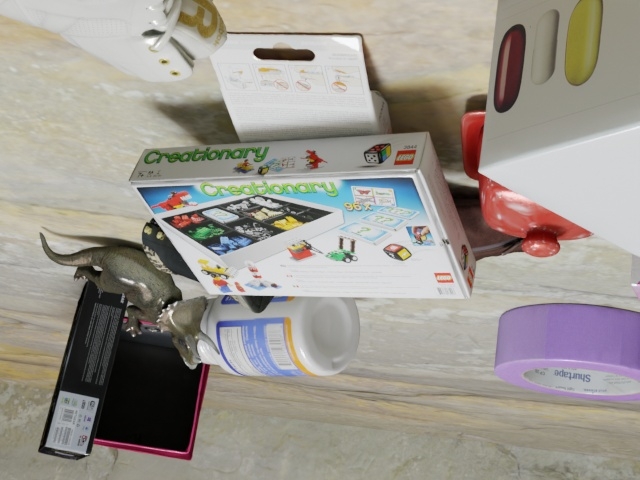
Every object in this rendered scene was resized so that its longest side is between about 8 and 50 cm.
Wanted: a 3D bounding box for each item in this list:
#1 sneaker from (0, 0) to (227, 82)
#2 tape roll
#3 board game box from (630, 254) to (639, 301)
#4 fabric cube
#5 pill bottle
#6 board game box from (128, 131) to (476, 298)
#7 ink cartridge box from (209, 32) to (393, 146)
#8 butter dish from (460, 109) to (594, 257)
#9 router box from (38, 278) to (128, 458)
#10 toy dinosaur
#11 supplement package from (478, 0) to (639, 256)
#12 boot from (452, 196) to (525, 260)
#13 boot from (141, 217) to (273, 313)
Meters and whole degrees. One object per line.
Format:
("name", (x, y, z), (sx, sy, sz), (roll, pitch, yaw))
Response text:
("sneaker", (-0.112, -0.187, 0.633), (0.169, 0.108, 0.293), (22, 168, -38))
("tape roll", (0.415, 0.180, 1.481), (0.275, 0.090, 0.275), (8, 163, 3))
("board game box", (0.561, 0.076, 1.132), (0.319, 0.065, 0.318), (-1, 159, 28))
("fabric cube", (-0.379, 0.324, 2.039), (0.254, 0.259, 0.258), (9, 164, -2))
("pill bottle", (-0.084, 0.142, 1.510), (0.272, 0.152, 0.152), (-7, 156, 41))
("board game box", (-0.015, -0.017, 0.942), (0.306, 0.053, 0.193), (0, 141, 25))
("ink cartridge box", (-0.015, -0.132, 0.864), (0.146, 0.045, 0.179), (4, 143, 16))
("butter dish", (0.207, -0.042, 0.870), (0.160, 0.118, 0.160), (5, 162, 12))
("router box", (-0.428, 0.235, 1.707), (0.081, 0.308, 0.243), (16, 162, -15))
("toy dinosaur", (-0.287, 0.063, 1.473), (0.313, 0.121, 0.160), (48, 141, -16))
("supplement package", (0.273, -0.100, 0.622), (0.204, 0.145, 0.262), (22, 157, -35))
("boot", (0.128, -0.034, 1.039), (0.207, 0.090, 0.248), (-11, 152, 15))
("boot", (-0.163, -0.011, 1.188), (0.179, 0.085, 0.236), (18, 148, 31))
